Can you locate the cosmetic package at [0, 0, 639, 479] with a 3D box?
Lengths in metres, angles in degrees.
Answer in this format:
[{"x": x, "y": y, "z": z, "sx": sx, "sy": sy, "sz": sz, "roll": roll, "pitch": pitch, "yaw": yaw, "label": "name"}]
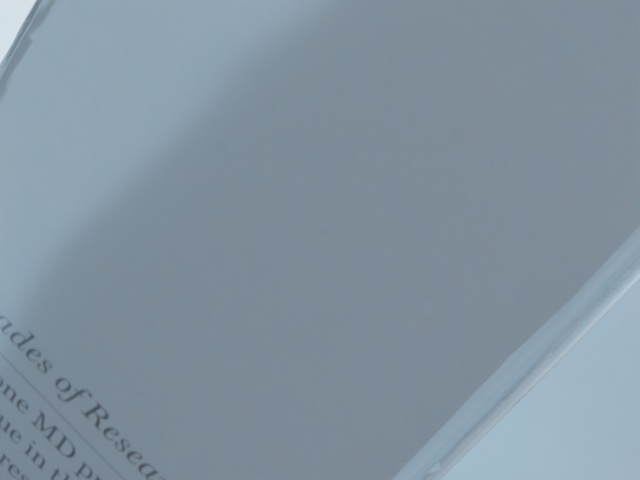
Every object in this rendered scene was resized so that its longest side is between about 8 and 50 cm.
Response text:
[{"x": 0.000, "y": 0.000, "z": 0.564, "sx": 0.161, "sy": 0.453, "sz": 0.230, "roll": 45, "pitch": -141, "yaw": 7, "label": "cosmetic package"}]
